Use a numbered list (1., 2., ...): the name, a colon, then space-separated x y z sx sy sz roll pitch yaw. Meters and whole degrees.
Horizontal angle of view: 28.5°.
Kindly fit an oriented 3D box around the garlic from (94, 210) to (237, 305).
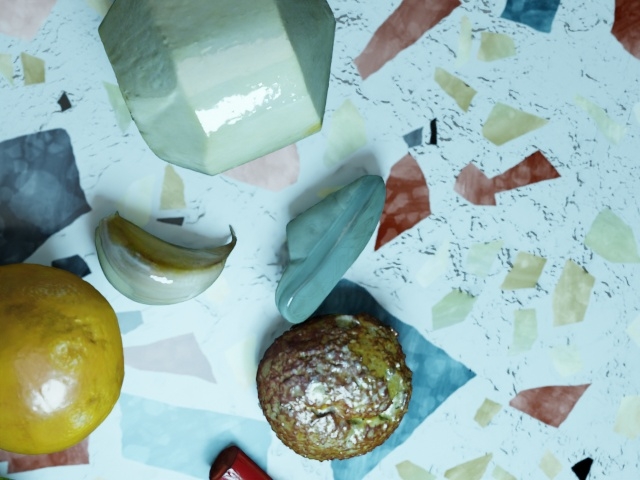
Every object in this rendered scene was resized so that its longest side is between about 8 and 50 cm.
1. garlic: -0.224 0.043 1.794 0.207 0.128 0.115 11 124 -23

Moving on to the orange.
1. orange: -0.390 0.160 1.696 0.261 0.261 0.261 -3 103 -13

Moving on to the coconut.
1. coconut: -0.120 -0.245 1.651 0.323 0.323 0.322 -3 103 -13

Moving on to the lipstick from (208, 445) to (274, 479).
1. lipstick: -0.059 0.426 1.935 0.073 0.073 0.279 -44 108 -1

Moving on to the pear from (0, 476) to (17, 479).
1. pear: -0.514 0.438 1.801 0.239 0.139 0.288 24 101 -2

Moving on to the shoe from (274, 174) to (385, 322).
1. shoe: 0.000 0.000 1.844 0.100 0.103 0.251 30 79 25

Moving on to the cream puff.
1. cream puff: 0.027 0.220 1.864 0.240 0.164 0.240 -2 99 -16
